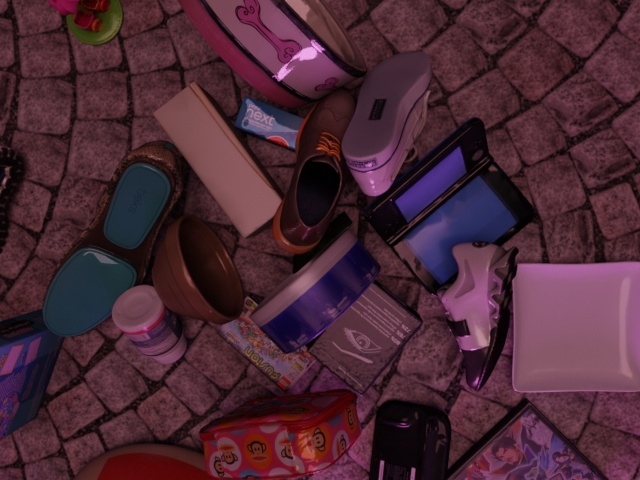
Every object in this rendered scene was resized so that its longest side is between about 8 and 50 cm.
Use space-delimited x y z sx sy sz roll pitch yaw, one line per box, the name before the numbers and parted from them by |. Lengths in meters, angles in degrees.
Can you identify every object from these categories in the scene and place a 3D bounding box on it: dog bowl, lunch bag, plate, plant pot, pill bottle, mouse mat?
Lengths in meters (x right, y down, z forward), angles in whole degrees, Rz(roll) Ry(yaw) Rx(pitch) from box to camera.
dog bowl | -0.010 0.099 1.076 0.265 0.265 0.104 -42 92 5
lunch bag | -0.067 0.384 1.099 0.293 0.258 0.120 -15 85 26
plate | 0.546 0.183 1.156 0.278 0.045 0.277 -1 92 4
plant pot | -0.265 0.075 1.110 0.110 0.237 0.237 -26 91 12
dog bowl | -0.099 -0.424 1.007 0.150 0.408 0.408 -38 90 22
pill bottle | -0.352 0.184 1.141 0.108 0.180 0.107 -5 51 7
mouse mat | 0.000 0.000 1.109 0.153 0.189 0.007 -42 98 4

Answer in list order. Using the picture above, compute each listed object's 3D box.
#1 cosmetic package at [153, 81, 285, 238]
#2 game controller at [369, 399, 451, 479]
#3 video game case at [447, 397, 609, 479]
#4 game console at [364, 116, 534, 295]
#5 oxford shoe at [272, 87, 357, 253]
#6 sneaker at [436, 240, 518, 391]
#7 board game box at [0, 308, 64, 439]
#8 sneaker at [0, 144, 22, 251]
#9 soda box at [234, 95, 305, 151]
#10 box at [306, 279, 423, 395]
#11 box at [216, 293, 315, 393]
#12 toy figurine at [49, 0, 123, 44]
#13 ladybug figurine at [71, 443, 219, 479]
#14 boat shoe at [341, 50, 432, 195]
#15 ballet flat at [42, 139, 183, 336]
cosmetic package | -0.194 -0.160 1.129 0.113 0.160 0.309 -37 91 4
game controller | 0.190 0.516 1.184 0.167 0.067 0.318 7 93 27
video game case | 0.442 0.529 1.184 0.248 0.035 0.275 45 95 1
game console | 0.273 -0.057 1.104 0.293 0.250 0.173 -41 63 4
oxford shoe | 0.015 -0.153 1.030 0.130 0.133 0.363 18 69 -12
sneaker | 0.319 0.154 1.141 0.146 0.122 0.330 13 110 31
board game box | -0.666 0.294 1.091 0.079 0.336 0.253 21 94 3
sneaker | -0.788 -0.069 1.202 0.147 0.130 0.329 22 91 17
soda box | -0.072 -0.236 1.163 0.210 0.067 0.071 22 94 3
box | 0.093 0.196 1.153 0.153 0.108 0.207 40 95 1
box | -0.117 0.229 1.203 0.207 0.036 0.114 41 95 1
toy figurine | -0.500 -0.519 1.129 0.130 0.159 0.173 25 93 2
ladybug figurine | -0.357 0.612 1.174 0.450 0.162 0.304 3 93 3
boat shoe | 0.150 -0.227 1.085 0.136 0.156 0.367 3 49 22
ballet flat | -0.416 -0.005 1.130 0.164 0.182 0.482 31 112 -15
